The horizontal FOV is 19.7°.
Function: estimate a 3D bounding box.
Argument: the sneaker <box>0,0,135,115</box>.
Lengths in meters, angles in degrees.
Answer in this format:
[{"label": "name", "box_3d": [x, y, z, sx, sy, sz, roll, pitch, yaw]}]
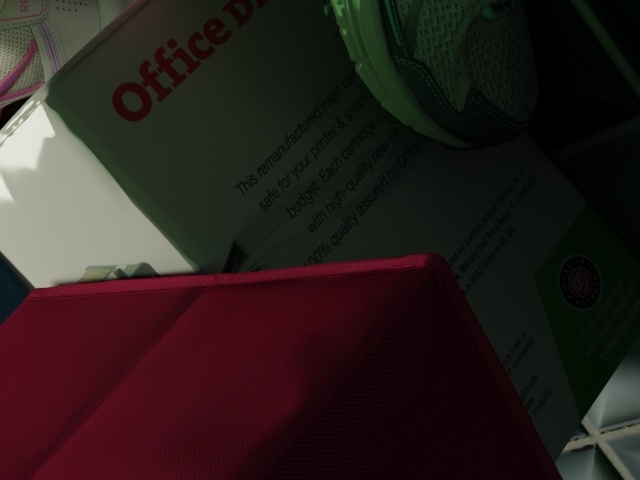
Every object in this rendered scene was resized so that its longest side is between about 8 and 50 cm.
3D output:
[{"label": "sneaker", "box_3d": [-0.215, -0.104, 1.009, 0.252, 0.111, 0.103, -24, 75, 35]}]

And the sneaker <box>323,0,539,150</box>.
[{"label": "sneaker", "box_3d": [0.060, -0.158, 0.792, 0.122, 0.110, 0.283, -2, 128, 28]}]

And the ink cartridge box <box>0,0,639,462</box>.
[{"label": "ink cartridge box", "box_3d": [0.000, 0.000, 0.901, 0.289, 0.211, 0.121, 48, 141, -7]}]

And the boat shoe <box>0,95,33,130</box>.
[{"label": "boat shoe", "box_3d": [-0.168, -0.081, 1.083, 0.152, 0.049, 0.056, -20, 94, 35]}]

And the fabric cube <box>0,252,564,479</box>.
[{"label": "fabric cube", "box_3d": [-0.057, 0.185, 0.747, 0.259, 0.258, 0.254, -7, 123, 43]}]
